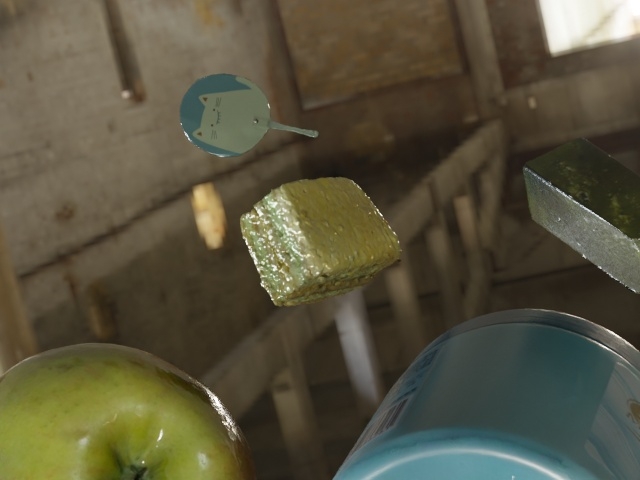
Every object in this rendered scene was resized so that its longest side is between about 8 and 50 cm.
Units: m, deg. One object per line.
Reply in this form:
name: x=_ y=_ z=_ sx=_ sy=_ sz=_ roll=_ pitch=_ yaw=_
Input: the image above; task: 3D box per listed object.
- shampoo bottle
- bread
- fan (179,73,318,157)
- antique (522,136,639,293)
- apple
shampoo bottle: x=0.177 y=0.270 z=1.394 sx=0.331 sy=0.331 sz=0.343 roll=-10 pitch=-169 yaw=20
bread: x=0.000 y=0.000 z=1.847 sx=0.102 sy=0.138 sz=0.196 roll=-33 pitch=168 yaw=35
fan: x=-0.088 y=-0.150 z=1.815 sx=0.175 sy=0.113 sz=0.005 roll=12 pitch=160 yaw=-3
antique: x=0.312 y=-0.023 z=1.556 sx=0.080 sy=0.081 sz=0.221 roll=-26 pitch=-144 yaw=-15
apple: x=-0.228 y=0.268 z=1.593 sx=0.339 sy=0.338 sz=0.305 roll=-18 pitch=158 yaw=-26
